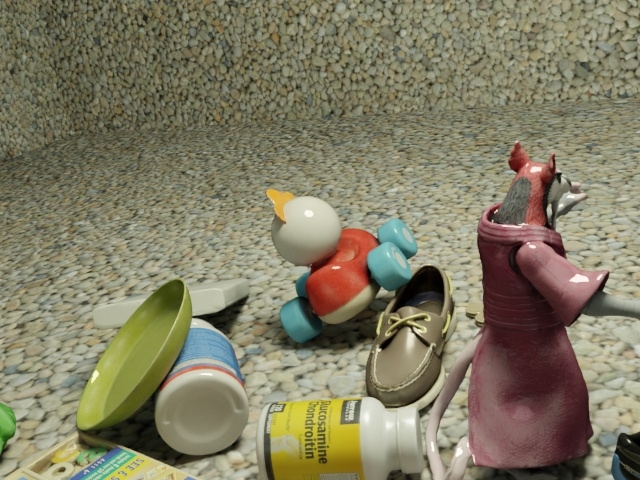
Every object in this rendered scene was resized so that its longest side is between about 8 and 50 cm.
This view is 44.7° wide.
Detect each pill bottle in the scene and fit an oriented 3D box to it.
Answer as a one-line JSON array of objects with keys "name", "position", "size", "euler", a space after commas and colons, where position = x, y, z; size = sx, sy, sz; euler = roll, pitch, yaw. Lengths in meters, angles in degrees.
[{"name": "pill bottle", "position": [0.024, 0.238, 0.912], "size": [0.184, 0.103, 0.103], "euler": [-6, 20, 11]}, {"name": "pill bottle", "position": [-0.174, 0.192, 1.095], "size": [0.124, 0.124, 0.221], "euler": [-13, 21, -9]}]

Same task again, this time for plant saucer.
[{"name": "plant saucer", "position": [-0.248, 0.161, 1.071], "size": [0.241, 0.037, 0.241], "euler": [-42, 24, 24]}]

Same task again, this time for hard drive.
[{"name": "hard drive", "position": [-0.241, 0.104, 1.332], "size": [0.203, 0.040, 0.307], "euler": [-9, -1, 2]}]

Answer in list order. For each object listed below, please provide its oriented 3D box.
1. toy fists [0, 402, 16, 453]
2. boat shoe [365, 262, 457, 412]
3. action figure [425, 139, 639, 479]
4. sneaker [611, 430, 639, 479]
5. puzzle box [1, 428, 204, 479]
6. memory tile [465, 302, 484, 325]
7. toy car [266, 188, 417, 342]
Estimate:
[{"name": "toy fists", "position": [-0.550, 0.288, 1.037], "size": [0.279, 0.096, 0.142], "euler": [-18, 18, -25]}, {"name": "boat shoe", "position": [0.134, 0.137, 1.141], "size": [0.117, 0.096, 0.324], "euler": [-1, 22, 22]}, {"name": "action figure", "position": [0.224, 0.067, 0.895], "size": [0.276, 0.370, 0.248], "euler": [-11, 20, -2]}, {"name": "sneaker", "position": [0.403, 0.216, 0.834], "size": [0.188, 0.078, 0.067], "euler": [-12, 20, -7]}, {"name": "puzzle box", "position": [-0.335, 0.359, 0.824], "size": [0.272, 0.052, 0.409], "euler": [8, 26, 37]}, {"name": "memory tile", "position": [0.304, 0.124, 1.225], "size": [0.113, 0.012, 0.148], "euler": [-13, 20, -9]}, {"name": "toy car", "position": [0.000, 0.000, 1.268], "size": [0.219, 0.238, 0.210], "euler": [-32, 12, 22]}]
